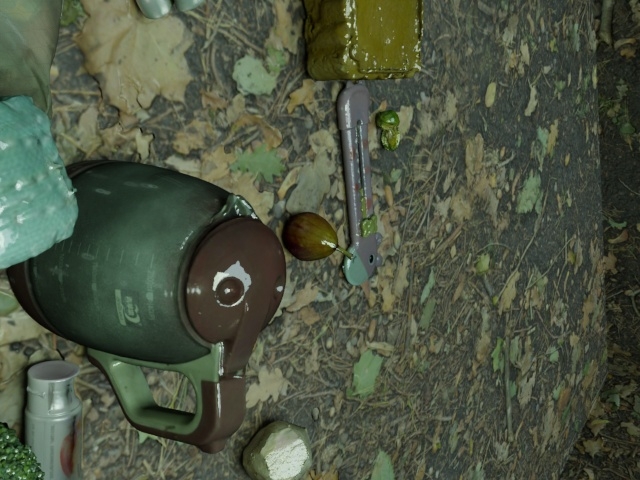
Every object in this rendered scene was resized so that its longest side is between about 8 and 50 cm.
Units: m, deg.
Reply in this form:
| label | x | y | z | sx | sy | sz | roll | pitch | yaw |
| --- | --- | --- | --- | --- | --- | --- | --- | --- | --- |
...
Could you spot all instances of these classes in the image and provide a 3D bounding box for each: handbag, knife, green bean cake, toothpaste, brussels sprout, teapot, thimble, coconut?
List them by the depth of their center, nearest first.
| label | x | y | z | sx | sy | sz | roll | pitch | yaw |
| --- | --- | --- | --- | --- | --- | --- | --- | --- | --- |
| thimble | -0.343 | -0.048 | 0.583 | 0.198 | 0.235 | 0.143 | -94 | 176 | -69 |
| handbag | -0.359 | -0.239 | 0.610 | 0.270 | 0.117 | 0.182 | 21 | 73 | -52 |
| teapot | -0.181 | 0.072 | 0.735 | 0.233 | 0.312 | 0.314 | -3 | 100 | -49 |
| toothpaste | -0.333 | 0.311 | 0.798 | 0.100 | 0.066 | 0.323 | -19 | 117 | -63 |
| green bean cake | 0.074 | -0.386 | 1.095 | 0.230 | 0.131 | 0.224 | -14 | 106 | -46 |
| coconut | -0.065 | 0.364 | 1.097 | 0.124 | 0.110 | 0.110 | -44 | 129 | -31 |
| knife | 0.077 | -0.105 | 1.231 | 0.132 | 0.038 | 0.398 | -28 | 118 | -48 |
| brussels sprout | 0.137 | -0.222 | 1.281 | 0.051 | 0.046 | 0.083 | -51 | 143 | -37 |

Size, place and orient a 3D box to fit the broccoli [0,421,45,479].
| label | x | y | z | sx | sy | sz | roll | pitch | yaw |
| --- | --- | --- | --- | --- | --- | --- | --- | --- | --- |
| broccoli | -0.375 | 0.282 | 0.660 | 0.176 | 0.226 | 0.198 | 25 | 53 | -32 |

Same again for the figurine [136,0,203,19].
| label | x | y | z | sx | sy | sz | roll | pitch | yaw |
| --- | --- | --- | --- | --- | --- | --- | --- | --- | --- |
| figurine | -0.257 | -0.422 | 0.688 | 0.382 | 0.225 | 0.205 | 83 | 12 | -57 |

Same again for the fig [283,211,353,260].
| label | x | y | z | sx | sy | sz | roll | pitch | yaw |
| --- | --- | --- | --- | --- | --- | --- | --- | --- | --- |
| fig | 0.000 | 0.000 | 1.089 | 0.089 | 0.125 | 0.088 | -23 | 120 | -48 |
